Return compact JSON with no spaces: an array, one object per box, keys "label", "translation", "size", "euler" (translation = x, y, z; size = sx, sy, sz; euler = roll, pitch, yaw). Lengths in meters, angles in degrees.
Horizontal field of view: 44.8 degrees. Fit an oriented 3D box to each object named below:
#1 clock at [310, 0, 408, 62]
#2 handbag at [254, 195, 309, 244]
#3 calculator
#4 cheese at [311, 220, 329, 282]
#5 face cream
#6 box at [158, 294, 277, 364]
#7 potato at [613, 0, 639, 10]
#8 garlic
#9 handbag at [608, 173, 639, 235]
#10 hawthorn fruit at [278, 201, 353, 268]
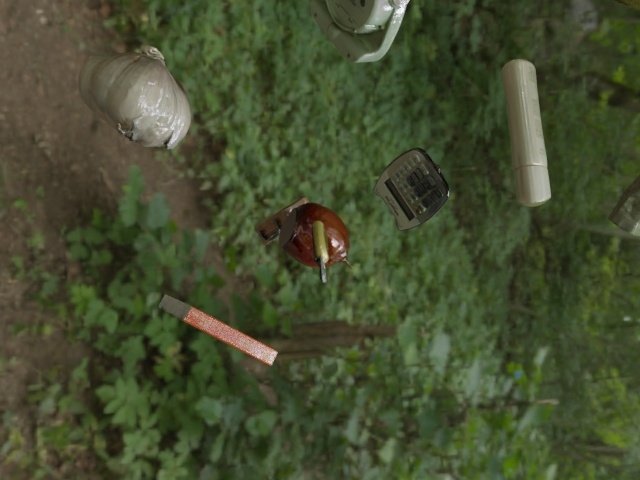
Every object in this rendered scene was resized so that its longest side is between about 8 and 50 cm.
[{"label":"clock","translation":[0.111,-0.655,2.027],"size":[0.265,0.109,0.324],"euler":[56,-39,28]},{"label":"handbag","translation":[-0.119,-0.061,2.497],"size":[0.193,0.151,0.072],"euler":[-28,-86,45]},{"label":"calculator","translation":[0.235,-0.131,1.980],"size":[0.177,0.040,0.268],"euler":[57,-28,5]},{"label":"cheese","translation":[0.001,0.033,1.880],"size":[0.086,0.036,0.162],"euler":[81,4,-47]},{"label":"face cream","translation":[0.500,-0.251,1.887],"size":[0.173,0.081,0.348],"euler":[11,73,-71]},{"label":"box","translation":[-0.280,0.237,2.086],"size":[0.048,0.273,0.265],"euler":[-63,-157,-9]},{"label":"potato","translation":[0.525,-0.475,1.253],"size":[0.197,0.228,0.148],"euler":[100,6,-56]},{"label":"garlic","translation":[-0.488,-0.377,2.080],"size":[0.322,0.241,0.322],"euler":[51,-10,13]},{"label":"handbag","translation":[0.690,-0.109,1.438],"size":[0.253,0.316,0.109],"euler":[-60,-136,26]},{"label":"hawthorn fruit","translation":[0.000,0.000,2.285],"size":[0.189,0.251,0.189],"euler":[-54,176,-5]}]
